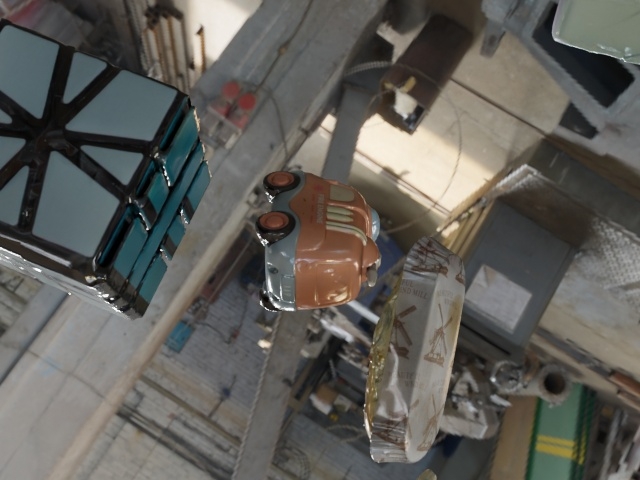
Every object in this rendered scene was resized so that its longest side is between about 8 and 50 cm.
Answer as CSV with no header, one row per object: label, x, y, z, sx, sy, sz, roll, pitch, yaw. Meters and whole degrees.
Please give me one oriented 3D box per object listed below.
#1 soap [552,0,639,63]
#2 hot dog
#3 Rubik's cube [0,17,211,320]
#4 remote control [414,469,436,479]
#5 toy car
soap,0.352,-0.318,0.558,0.208,0.115,0.346,23,120,20
hot dog,0.079,0.090,0.572,0.053,0.192,0.099,6,174,32
Rubik's cube,-0.344,-0.082,0.958,0.294,0.288,0.283,20,163,4
remote control,0.183,0.502,1.340,0.032,0.074,0.122,42,132,15
toy car,0.000,0.000,1.201,0.213,0.270,0.180,2,128,1
